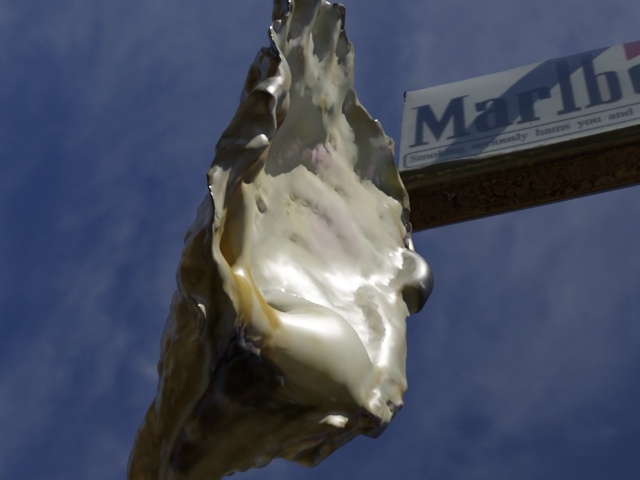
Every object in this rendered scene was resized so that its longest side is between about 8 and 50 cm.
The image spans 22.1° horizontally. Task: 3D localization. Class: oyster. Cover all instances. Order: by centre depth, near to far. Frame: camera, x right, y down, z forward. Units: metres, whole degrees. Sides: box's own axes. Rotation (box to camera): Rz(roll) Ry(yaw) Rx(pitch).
[{"bbox_3d":[0.000,0.000,0.420,0.045,0.121,0.146,-22,-115,35],"label":"oyster"}]

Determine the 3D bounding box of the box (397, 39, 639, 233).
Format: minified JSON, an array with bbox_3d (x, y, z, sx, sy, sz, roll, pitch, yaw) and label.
[{"bbox_3d":[0.123,-0.058,0.770,0.177,0.115,0.036,-12,-66,10],"label":"box"}]
